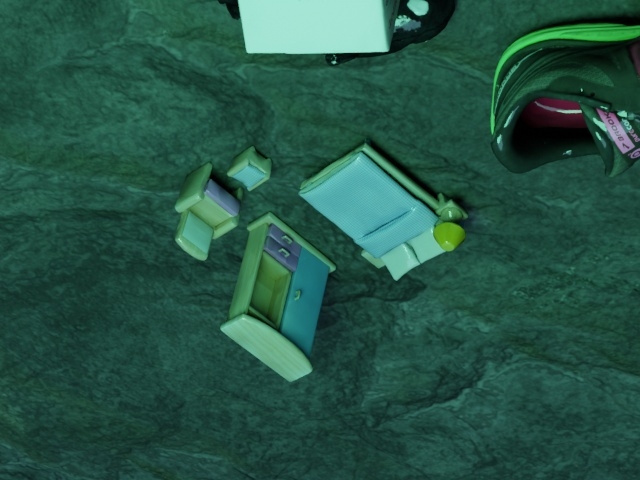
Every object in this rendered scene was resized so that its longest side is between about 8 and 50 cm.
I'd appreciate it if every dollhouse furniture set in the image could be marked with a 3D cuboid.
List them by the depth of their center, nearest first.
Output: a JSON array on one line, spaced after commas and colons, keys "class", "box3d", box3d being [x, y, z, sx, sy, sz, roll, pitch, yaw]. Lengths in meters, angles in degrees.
[{"class": "dollhouse furniture set", "box3d": [0.000, 0.000, 2.402, 0.303, 0.198, 0.286, -29, 124, 36]}]

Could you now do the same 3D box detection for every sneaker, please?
[{"class": "sneaker", "box3d": [0.397, -0.168, 2.065, 0.482, 0.202, 0.185, -16, 131, 44]}]

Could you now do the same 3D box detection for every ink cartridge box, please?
[{"class": "ink cartridge box", "box3d": [-0.003, -0.349, 2.018, 0.168, 0.171, 0.233, 1, 130, 11]}]

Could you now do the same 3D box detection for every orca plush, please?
[{"class": "orca plush", "box3d": [0.013, -0.264, 2.179, 0.287, 0.102, 0.151, 12, 138, 1]}]
